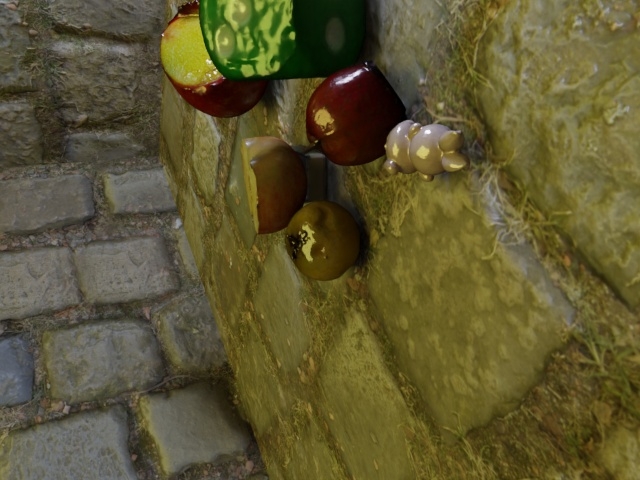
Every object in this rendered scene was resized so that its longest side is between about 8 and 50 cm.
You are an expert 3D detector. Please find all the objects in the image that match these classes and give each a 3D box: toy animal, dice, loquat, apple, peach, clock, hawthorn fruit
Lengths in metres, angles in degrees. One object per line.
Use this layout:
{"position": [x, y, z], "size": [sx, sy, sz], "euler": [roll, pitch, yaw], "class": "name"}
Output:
{"position": [0.226, -0.172, 1.053], "size": [0.212, 0.124, 0.124], "euler": [16, 113, 52], "class": "toy animal"}
{"position": [-0.082, -0.525, 1.256], "size": [0.297, 0.287, 0.300], "euler": [11, 109, 40], "class": "dice"}
{"position": [0.001, 0.005, 1.443], "size": [0.213, 0.213, 0.213], "euler": [31, 125, 58], "class": "loquat"}
{"position": [-0.123, -0.156, 1.521], "size": [0.293, 0.163, 0.251], "euler": [-113, 18, -54], "class": "apple"}
{"position": [-0.329, -0.592, 1.797], "size": [0.335, 0.310, 0.406], "euler": [-47, 60, 12], "class": "peach"}
{"position": [-0.056, -0.203, 1.634], "size": [0.192, 0.071, 0.147], "euler": [32, 126, 57], "class": "clock"}
{"position": [0.064, -0.255, 1.174], "size": [0.215, 0.250, 0.215], "euler": [45, 163, 17], "class": "hawthorn fruit"}
